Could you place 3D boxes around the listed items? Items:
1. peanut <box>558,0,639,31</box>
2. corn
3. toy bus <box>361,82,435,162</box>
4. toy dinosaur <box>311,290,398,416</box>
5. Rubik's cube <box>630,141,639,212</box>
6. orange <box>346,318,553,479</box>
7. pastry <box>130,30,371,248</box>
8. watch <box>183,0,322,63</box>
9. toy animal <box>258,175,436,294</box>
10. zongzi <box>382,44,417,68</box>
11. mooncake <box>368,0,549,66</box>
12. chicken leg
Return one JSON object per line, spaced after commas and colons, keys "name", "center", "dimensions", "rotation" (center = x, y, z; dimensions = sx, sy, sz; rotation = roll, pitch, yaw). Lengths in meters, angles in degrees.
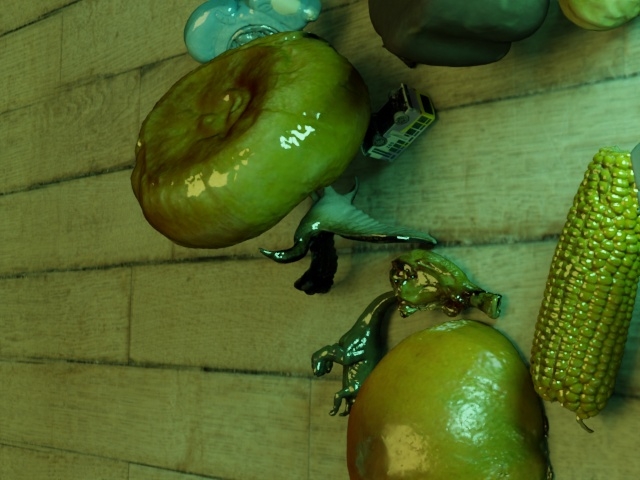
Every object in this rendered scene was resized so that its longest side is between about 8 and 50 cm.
{"name": "peanut", "center": [0.334, -0.332, 1.479], "dimensions": [0.236, 0.110, 0.120], "rotation": [-65, 19, 15]}
{"name": "corn", "center": [0.289, 0.052, 1.500], "dimensions": [0.101, 0.101, 0.310], "rotation": [22, 106, 53]}
{"name": "toy bus", "center": [0.099, -0.151, 1.825], "dimensions": [0.102, 0.058, 0.052], "rotation": [-46, 41, 37]}
{"name": "toy dinosaur", "center": [0.085, 0.166, 1.848], "dimensions": [0.179, 0.087, 0.187], "rotation": [-17, 87, 15]}
{"name": "Rubik's cube", "center": [0.425, -0.051, 1.241], "dimensions": [0.265, 0.213, 0.224], "rotation": [126, 150, -52]}
{"name": "orange", "center": [0.154, 0.254, 1.679], "dimensions": [0.274, 0.274, 0.310], "rotation": [-10, 47, 54]}
{"name": "pastry", "center": [-0.090, -0.132, 1.835], "dimensions": [0.356, 0.164, 0.356], "rotation": [-23, 35, 18]}
{"name": "watch", "center": [-0.087, -0.321, 2.030], "dimensions": [0.193, 0.211, 0.211], "rotation": [-97, 30, -55]}
{"name": "toy animal", "center": [-0.008, -0.014, 1.863], "dimensions": [0.272, 0.197, 0.160], "rotation": [-43, 50, 49]}
{"name": "zongzi", "center": [0.128, -0.275, 1.819], "dimensions": [0.083, 0.067, 0.073], "rotation": [-25, 53, 31]}
{"name": "mooncake", "center": [0.170, -0.347, 1.612], "dimensions": [0.306, 0.154, 0.306], "rotation": [-170, 90, -72]}
{"name": "chicken leg", "center": [0.151, 0.065, 1.728], "dimensions": [0.178, 0.070, 0.093], "rotation": [18, 74, 41]}
